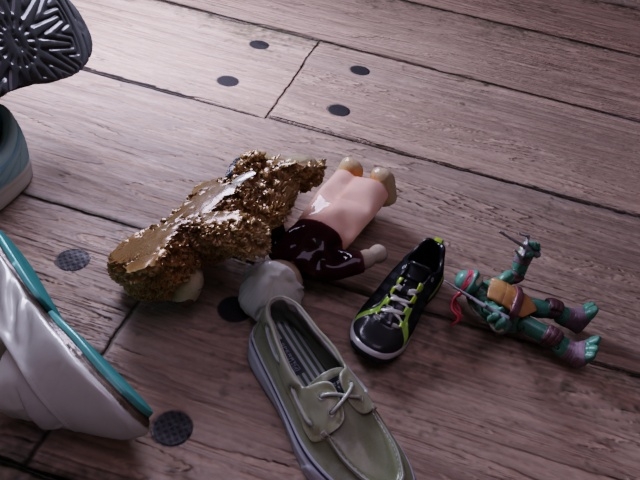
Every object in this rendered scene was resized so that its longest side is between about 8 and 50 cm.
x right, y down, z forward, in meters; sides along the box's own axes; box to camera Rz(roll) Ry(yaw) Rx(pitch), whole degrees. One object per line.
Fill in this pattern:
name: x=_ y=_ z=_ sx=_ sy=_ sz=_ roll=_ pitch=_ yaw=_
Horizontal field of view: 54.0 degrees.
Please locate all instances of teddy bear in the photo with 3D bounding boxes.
teddy bear: x=-0.133 y=-0.020 z=0.893 sx=0.245 sy=0.113 sz=0.338 roll=0 pitch=38 yaw=36

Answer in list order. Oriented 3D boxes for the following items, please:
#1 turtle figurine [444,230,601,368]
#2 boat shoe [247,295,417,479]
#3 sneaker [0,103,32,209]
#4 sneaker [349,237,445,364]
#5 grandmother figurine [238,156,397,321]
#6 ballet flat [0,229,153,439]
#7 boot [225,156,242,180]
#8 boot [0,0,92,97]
turtle figurine: x=0.279 y=0.083 z=0.897 sx=0.234 sy=0.118 sz=0.175 roll=28 pitch=58 yaw=-3
boat shoe: x=0.003 y=0.190 z=0.737 sx=0.109 sy=0.094 sz=0.302 roll=-22 pitch=51 yaw=-31
sneaker: x=-0.537 y=-0.071 z=0.875 sx=0.135 sy=0.150 sz=0.365 roll=9 pitch=41 yaw=0
sneaker: x=0.114 y=0.070 z=0.889 sx=0.084 sy=0.097 sz=0.234 roll=25 pitch=44 yaw=16
grandmother figurine: x=0.000 y=0.000 z=0.952 sx=0.208 sy=0.104 sz=0.342 roll=15 pitch=43 yaw=30
ballet flat: x=-0.347 y=0.125 z=0.735 sx=0.139 sy=0.139 sz=0.400 roll=-28 pitch=50 yaw=-35
boot: x=-0.114 y=-0.099 z=1.070 sx=0.099 sy=0.045 sz=0.121 roll=17 pitch=35 yaw=4
boot: x=-0.636 y=-0.252 z=0.983 sx=0.446 sy=0.146 sz=0.367 roll=-10 pitch=24 yaw=22
